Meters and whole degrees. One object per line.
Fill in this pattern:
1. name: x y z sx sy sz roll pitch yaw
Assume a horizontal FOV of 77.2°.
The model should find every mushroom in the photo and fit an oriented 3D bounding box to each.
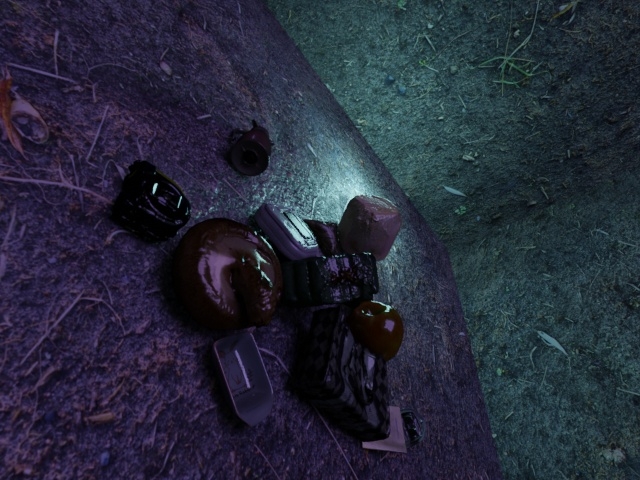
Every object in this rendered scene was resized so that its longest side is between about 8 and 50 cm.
1. mushroom: -0.253 0.095 1.112 0.345 0.238 0.345 -24 90 -84

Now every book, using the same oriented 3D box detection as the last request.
1. book: 0.228 0.692 1.491 0.192 0.013 0.168 17 44 -19

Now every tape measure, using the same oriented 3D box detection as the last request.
1. tape measure: -0.435 -0.100 1.068 0.186 0.112 0.199 40 35 -40

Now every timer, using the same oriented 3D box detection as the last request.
1. timer: -0.122 -0.034 1.511 0.262 0.087 0.237 50 17 11

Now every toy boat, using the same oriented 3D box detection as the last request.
1. toy boat: 0.367 0.770 1.662 0.319 0.092 0.141 20 43 -53

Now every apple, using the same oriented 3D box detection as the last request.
1. apple: 0.224 0.386 1.676 0.246 0.246 0.227 -41 131 -63

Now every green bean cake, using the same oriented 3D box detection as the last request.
1. green bean cake: 0.034 0.139 1.371 0.308 0.300 0.169 20 61 -71

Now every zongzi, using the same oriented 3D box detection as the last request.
1. zongzi: 0.000 0.000 1.811 0.178 0.081 0.189 9 68 -32

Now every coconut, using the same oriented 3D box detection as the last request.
1. coconut: 0.232 -0.047 2.004 0.297 0.310 0.298 14 31 -8

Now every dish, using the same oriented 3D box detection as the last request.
1. dish: -0.212 0.368 1.057 0.154 0.064 0.234 -1 65 -61

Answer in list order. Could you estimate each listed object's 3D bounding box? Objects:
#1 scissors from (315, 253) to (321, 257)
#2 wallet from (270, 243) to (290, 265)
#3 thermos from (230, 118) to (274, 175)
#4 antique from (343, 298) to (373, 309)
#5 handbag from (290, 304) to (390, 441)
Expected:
1. scissors: 0.026 0.109 1.765 0.242 0.030 0.118 44 31 -35
2. wallet: -0.162 0.094 1.408 0.170 0.069 0.231 59 23 0
3. thermos: -0.275 -0.384 1.609 0.176 0.146 0.265 23 31 -15
4. antique: 0.142 0.244 1.773 0.220 0.080 0.081 33 51 -42
5. handbag: 0.097 0.453 1.384 0.416 0.180 0.317 50 36 -30
